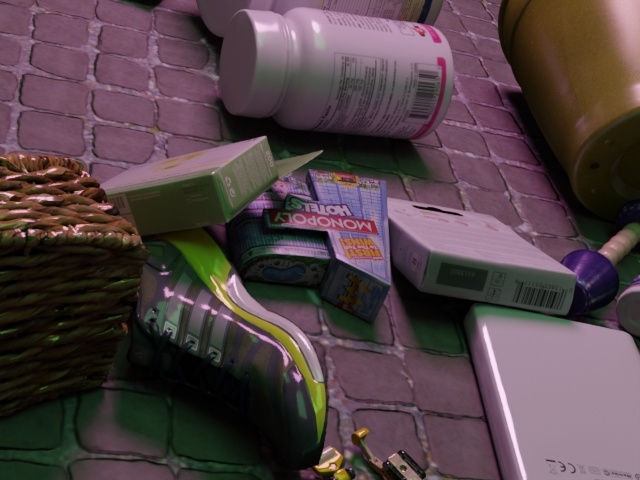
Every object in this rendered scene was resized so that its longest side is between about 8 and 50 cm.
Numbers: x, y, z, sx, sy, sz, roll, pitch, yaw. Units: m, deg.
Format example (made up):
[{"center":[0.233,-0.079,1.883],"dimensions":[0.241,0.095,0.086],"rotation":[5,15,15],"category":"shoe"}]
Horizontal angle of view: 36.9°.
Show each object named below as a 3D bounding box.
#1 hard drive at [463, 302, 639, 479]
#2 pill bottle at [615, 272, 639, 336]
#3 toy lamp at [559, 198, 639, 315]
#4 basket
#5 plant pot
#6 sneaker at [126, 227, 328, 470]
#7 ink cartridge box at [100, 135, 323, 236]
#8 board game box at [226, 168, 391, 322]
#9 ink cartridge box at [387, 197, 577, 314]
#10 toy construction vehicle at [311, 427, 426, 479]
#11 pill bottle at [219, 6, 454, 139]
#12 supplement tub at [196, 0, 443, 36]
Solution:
[{"center":[0.267,0.196,0.967],"dimensions":[0.203,0.040,0.307],"rotation":[12,37,-14],"category":"hard drive"},{"center":[0.418,0.068,1.189],"dimensions":[0.067,0.067,0.120],"rotation":[37,38,19],"category":"pill bottle"},{"center":[0.367,0.021,1.215],"dimensions":[0.080,0.080,0.274],"rotation":[36,39,19],"category":"toy lamp"},{"center":[-0.319,0.010,0.752],"dimensions":[0.299,0.213,0.223],"rotation":[-14,50,-40],"category":"basket"},{"center":[0.458,-0.226,1.389],"dimensions":[0.366,0.366,0.353],"rotation":[13,48,-12],"category":"plant pot"},{"center":[-0.103,0.101,0.858],"dimensions":[0.121,0.111,0.300],"rotation":[-18,44,-34],"category":"sneaker"},{"center":[-0.119,-0.068,0.995],"dimensions":[0.171,0.056,0.235],"rotation":[-9,19,27],"category":"ink cartridge box"},{"center":[0.000,0.000,1.064],"dimensions":[0.194,0.060,0.194],"rotation":[7,38,-21],"category":"board game box"},{"center":[0.168,0.013,1.147],"dimensions":[0.189,0.066,0.232],"rotation":[9,11,-18],"category":"ink cartridge box"},{"center":[0.042,0.216,0.837],"dimensions":[0.086,0.035,0.098],"rotation":[-28,56,-34],"category":"toy construction vehicle"},{"center":[0.020,-0.223,1.276],"dimensions":[0.283,0.160,0.160],"rotation":[2,40,-26],"category":"pill bottle"},{"center":[-0.001,-0.397,1.426],"dimensions":[0.324,0.235,0.235],"rotation":[-5,44,-33],"category":"supplement tub"}]
